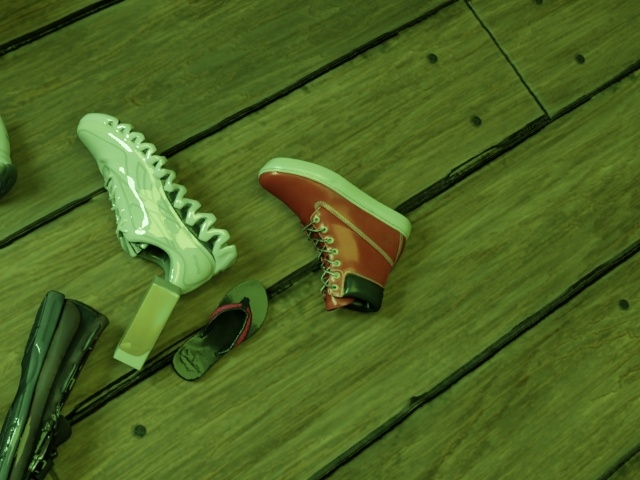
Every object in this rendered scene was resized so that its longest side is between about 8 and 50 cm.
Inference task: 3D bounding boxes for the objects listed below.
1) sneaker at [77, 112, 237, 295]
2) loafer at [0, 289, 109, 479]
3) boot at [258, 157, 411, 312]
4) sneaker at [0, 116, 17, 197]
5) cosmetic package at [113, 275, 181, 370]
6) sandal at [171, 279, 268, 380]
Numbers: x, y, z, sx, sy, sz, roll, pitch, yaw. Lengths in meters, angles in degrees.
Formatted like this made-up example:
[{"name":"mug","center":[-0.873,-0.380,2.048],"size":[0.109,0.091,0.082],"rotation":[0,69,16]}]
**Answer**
[{"name":"sneaker","center":[-0.245,-0.052,1.656],"size":[0.118,0.110,0.292],"rotation":[-41,88,-18]},{"name":"loafer","center":[-0.343,0.211,1.524],"size":[0.095,0.109,0.302],"rotation":[19,63,-17]},{"name":"boot","center":[0.000,0.000,1.734],"size":[0.244,0.088,0.176],"rotation":[29,66,-12]},{"name":"sneaker","center":[-0.553,-0.124,1.580],"size":[0.297,0.111,0.129],"rotation":[5,54,-22]},{"name":"cosmetic package","center":[-0.229,0.109,1.596],"size":[0.041,0.060,0.115],"rotation":[28,94,-9]},{"name":"sandal","center":[-0.131,0.123,1.664],"size":[0.067,0.040,0.179],"rotation":[44,63,-1]}]
